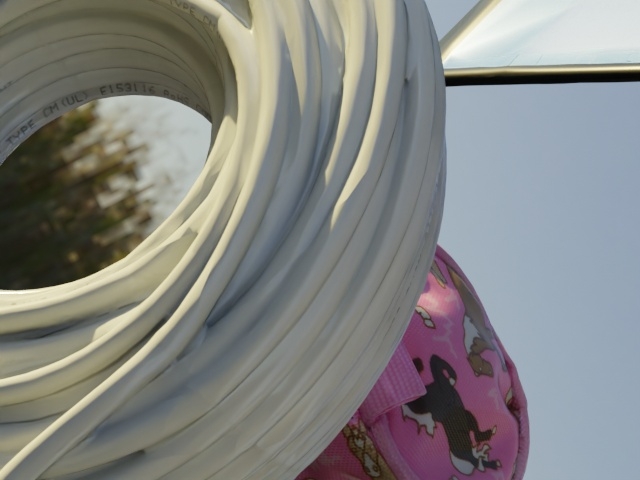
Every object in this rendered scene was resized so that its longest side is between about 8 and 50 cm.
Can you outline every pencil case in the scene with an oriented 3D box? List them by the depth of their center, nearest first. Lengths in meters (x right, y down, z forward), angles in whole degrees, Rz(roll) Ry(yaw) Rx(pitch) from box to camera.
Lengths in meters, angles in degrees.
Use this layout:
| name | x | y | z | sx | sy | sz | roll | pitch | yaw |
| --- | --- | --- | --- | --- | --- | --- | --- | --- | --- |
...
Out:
| name | x | y | z | sx | sy | sz | roll | pitch | yaw |
| --- | --- | --- | --- | --- | --- | --- | --- | --- | --- |
| pencil case | -0.080 | 0.120 | 0.949 | 0.160 | 0.386 | 0.167 | 55 | 32 | -18 |

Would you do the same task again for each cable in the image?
| name | x | y | z | sx | sy | sz | roll | pitch | yaw |
| --- | --- | --- | --- | --- | --- | --- | --- | --- | --- |
| cable | -0.080 | -0.020 | 0.596 | 0.257 | 0.257 | 0.089 | 64 | 5 | 32 |

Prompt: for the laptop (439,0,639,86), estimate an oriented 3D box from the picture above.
| name | x | y | z | sx | sy | sz | roll | pitch | yaw |
| --- | --- | --- | --- | --- | --- | --- | --- | --- | --- |
| laptop | 0.155 | -0.172 | 0.574 | 0.137 | 0.234 | 0.264 | 31 | -31 | 20 |
